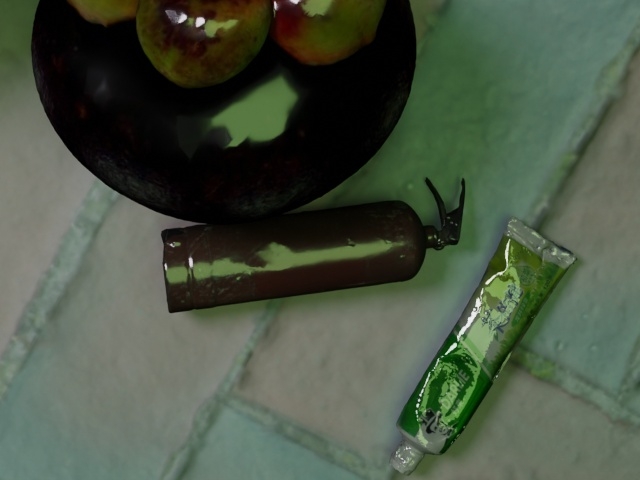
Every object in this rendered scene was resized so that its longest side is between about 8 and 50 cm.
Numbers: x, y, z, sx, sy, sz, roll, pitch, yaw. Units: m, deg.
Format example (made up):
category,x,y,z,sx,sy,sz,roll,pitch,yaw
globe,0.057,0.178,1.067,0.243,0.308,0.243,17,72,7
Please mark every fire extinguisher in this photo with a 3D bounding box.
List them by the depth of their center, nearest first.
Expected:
category,x,y,z,sx,sy,sz,roll,pitch,yaw
fire extinguisher,0.000,0.000,0.943,0.268,0.072,0.089,-8,66,-8

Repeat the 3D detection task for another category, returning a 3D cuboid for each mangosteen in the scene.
category,x,y,z,sx,sy,sz,roll,pitch,yaw
mangosteen,-0.066,-0.148,0.779,0.275,0.302,0.274,1,75,-4

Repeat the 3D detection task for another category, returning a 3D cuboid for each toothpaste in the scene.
category,x,y,z,sx,sy,sz,roll,pitch,yaw
toothpaste,0.135,0.100,0.997,0.078,0.047,0.248,31,93,-16
